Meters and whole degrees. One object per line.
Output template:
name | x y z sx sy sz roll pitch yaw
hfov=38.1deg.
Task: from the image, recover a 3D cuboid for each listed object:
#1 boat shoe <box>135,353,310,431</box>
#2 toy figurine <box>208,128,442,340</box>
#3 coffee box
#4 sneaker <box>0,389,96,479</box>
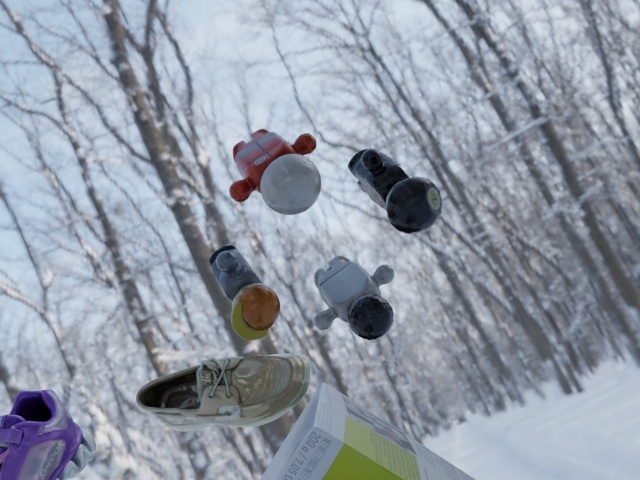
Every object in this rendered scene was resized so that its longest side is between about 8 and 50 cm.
boat shoe | -0.159 0.237 1.475 0.302 0.109 0.098 -16 -33 28
toy figurine | 0.000 0.000 0.957 0.213 0.148 0.209 9 -72 -26
coffee box | 0.049 0.446 1.272 0.337 0.334 0.338 -58 -1 0
sneaker | -0.308 0.231 0.909 0.095 0.104 0.236 -5 26 14
